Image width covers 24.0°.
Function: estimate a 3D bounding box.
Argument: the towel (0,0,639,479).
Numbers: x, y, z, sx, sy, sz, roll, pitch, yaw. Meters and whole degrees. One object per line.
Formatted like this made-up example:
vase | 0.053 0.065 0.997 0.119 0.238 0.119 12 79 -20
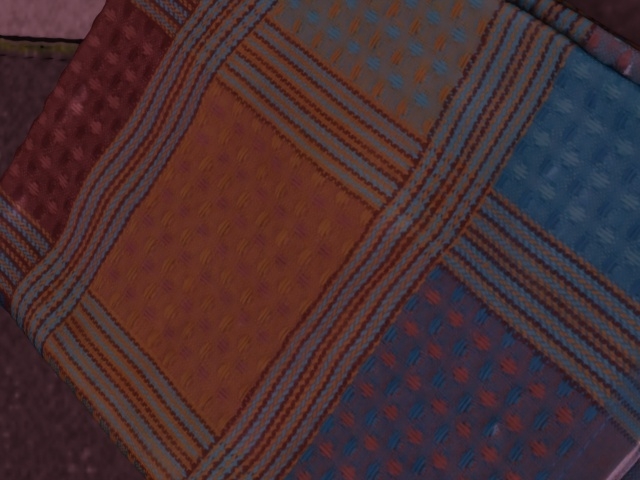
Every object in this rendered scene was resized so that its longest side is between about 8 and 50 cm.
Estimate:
towel | 0.000 0.000 0.627 0.370 0.040 0.271 41 103 36
